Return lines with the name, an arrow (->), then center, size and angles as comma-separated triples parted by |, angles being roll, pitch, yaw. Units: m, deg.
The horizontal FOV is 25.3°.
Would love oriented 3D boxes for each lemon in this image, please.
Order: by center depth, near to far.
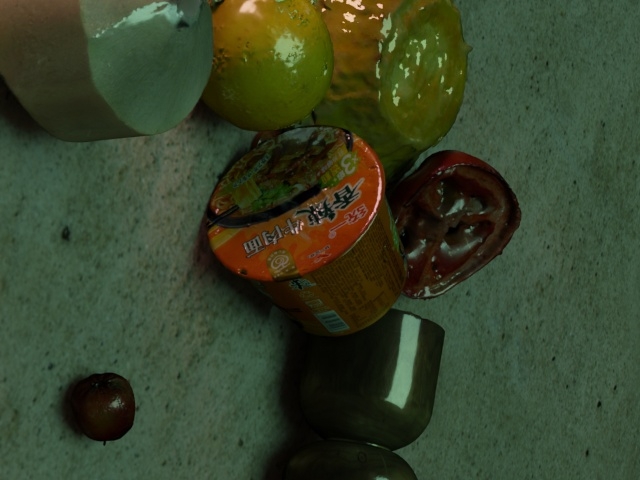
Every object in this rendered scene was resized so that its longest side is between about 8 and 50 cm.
lemon -> -0.070, -0.215, 1.698 | 0.206, 0.173, 0.173 | 74, 34, -53

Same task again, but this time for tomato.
tomato -> 0.167, -0.036, 2.024 | 0.228, 0.101, 0.228 | -19, 133, -21

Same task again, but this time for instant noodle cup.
instant noodle cup -> 0.000, 0.000, 1.758 | 0.182, 0.230, 0.230 | 56, 47, -48

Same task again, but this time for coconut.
coconut -> -0.214, -0.212, 1.459 | 0.241, 0.241, 0.241 | 2, 87, -53

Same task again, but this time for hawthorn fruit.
hawthorn fruit -> -0.233, 0.182, 1.547 | 0.077, 0.077, 0.077 | 2, 87, -53

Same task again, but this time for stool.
stool -> 0.054, 0.227, 1.843 | 0.179, 0.179, 0.264 | 29, 66, -49

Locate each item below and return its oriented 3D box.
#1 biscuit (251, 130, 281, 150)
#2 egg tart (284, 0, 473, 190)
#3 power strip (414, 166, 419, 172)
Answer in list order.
biscuit -> -0.066, -0.096, 1.827 | 0.078, 0.015, 0.091 | -11, 98, -53
egg tart -> 0.080, -0.239, 1.916 | 0.388, 0.169, 0.387 | -8, 100, -52
power strip -> 0.161, -0.042, 2.116 | 0.056, 0.032, 0.123 | -44, 124, -43
